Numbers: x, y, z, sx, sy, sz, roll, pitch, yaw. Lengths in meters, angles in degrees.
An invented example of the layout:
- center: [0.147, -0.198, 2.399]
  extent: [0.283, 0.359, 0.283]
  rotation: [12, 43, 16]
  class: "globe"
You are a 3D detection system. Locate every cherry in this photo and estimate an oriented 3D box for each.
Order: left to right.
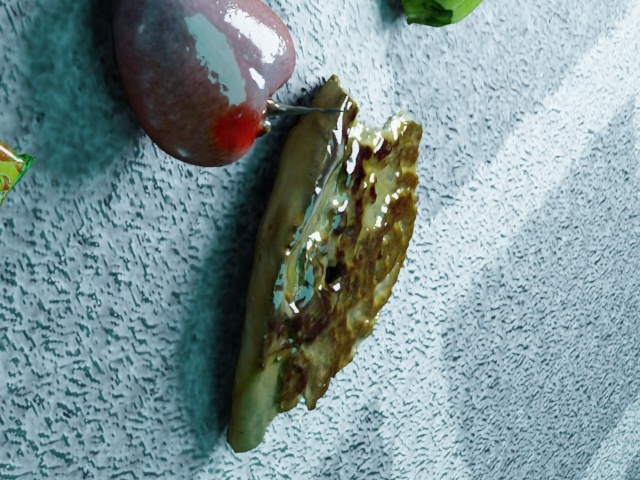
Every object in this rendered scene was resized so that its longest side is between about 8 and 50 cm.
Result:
- center: [-0.067, -0.106, 0.719]
  extent: [0.106, 0.087, 0.126]
  rotation: [-40, 114, -30]
  class: "cherry"

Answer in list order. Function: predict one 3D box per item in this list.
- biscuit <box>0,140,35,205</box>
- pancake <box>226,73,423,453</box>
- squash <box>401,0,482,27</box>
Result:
- center: [-0.187, -0.045, 0.636]
  extent: [0.089, 0.016, 0.046]
  rotation: [45, 66, -51]
  class: "biscuit"
- center: [0.000, 0.000, 0.878]
  extent: [0.257, 0.056, 0.212]
  rotation: [-53, 147, -39]
  class: "pancake"
- center: [0.141, -0.291, 0.938]
  extent: [0.082, 0.082, 0.292]
  rotation: [35, 74, -53]
  class: "squash"
